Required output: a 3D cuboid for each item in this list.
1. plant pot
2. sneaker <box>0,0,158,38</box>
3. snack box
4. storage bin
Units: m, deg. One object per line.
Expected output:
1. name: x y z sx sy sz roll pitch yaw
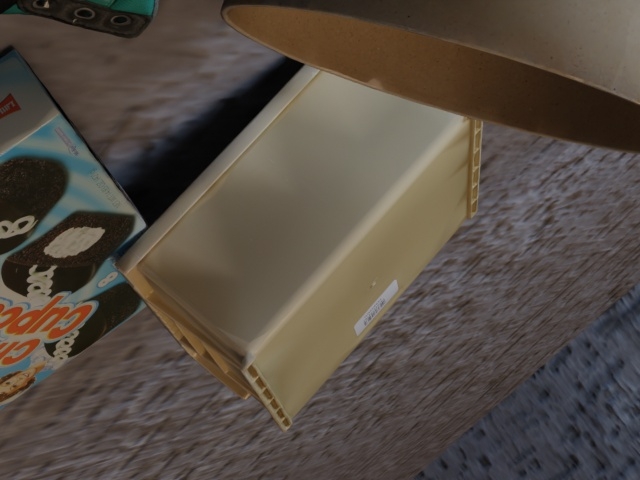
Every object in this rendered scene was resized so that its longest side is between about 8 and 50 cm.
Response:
1. plant pot: 0.107 -0.176 0.694 0.284 0.284 0.190 15 92 -66
2. sneaker: -0.168 -0.114 0.543 0.178 0.123 0.295 7 134 -49
3. snack box: -0.215 0.013 0.832 0.187 0.060 0.322 -35 161 -5
4. storage bin: 0.000 0.000 0.983 0.262 0.123 0.260 -48 163 -11
